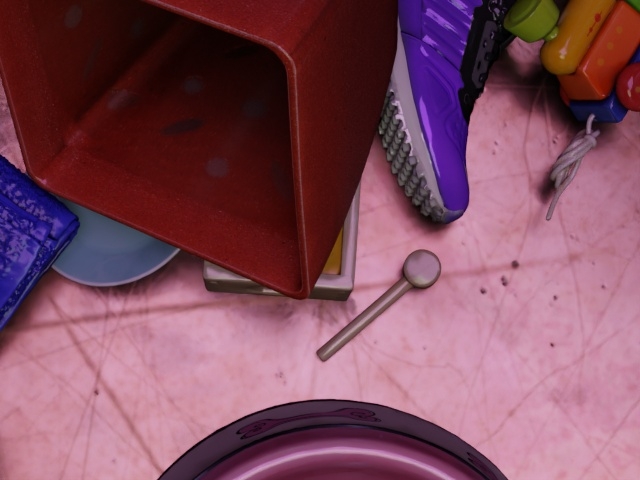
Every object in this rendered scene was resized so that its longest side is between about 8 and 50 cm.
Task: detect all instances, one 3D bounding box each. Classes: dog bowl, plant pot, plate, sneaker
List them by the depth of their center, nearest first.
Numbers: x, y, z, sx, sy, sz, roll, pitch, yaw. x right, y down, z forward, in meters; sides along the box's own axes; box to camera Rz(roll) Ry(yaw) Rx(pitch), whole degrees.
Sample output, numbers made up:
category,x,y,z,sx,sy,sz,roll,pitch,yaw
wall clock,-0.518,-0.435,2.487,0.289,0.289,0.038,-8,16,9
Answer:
category,x,y,z,sx,sy,sz,roll,pitch,yaw
plant pot,-0.071,-0.161,1.123,0.267,0.267,0.235,23,56,20
dog bowl,0.015,0.328,1.175,0.408,0.150,0.407,0,81,-3
plate,-0.172,-0.050,1.263,0.188,0.024,0.188,-6,75,23
sneaker,0.116,-0.166,1.285,0.146,0.102,0.293,-12,82,-6

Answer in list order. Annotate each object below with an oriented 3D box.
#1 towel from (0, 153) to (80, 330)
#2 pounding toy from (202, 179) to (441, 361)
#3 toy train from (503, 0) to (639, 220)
category,x,y,z,sx,sy,sz,roll,pitch,yaw
towel,-0.387,-0.020,1.230,0.308,0.076,0.227,38,90,3
pounding toy,0.005,0.010,1.254,0.206,0.094,0.181,4,80,-2
toy train,0.213,-0.158,1.264,0.143,0.105,0.248,36,80,-23
